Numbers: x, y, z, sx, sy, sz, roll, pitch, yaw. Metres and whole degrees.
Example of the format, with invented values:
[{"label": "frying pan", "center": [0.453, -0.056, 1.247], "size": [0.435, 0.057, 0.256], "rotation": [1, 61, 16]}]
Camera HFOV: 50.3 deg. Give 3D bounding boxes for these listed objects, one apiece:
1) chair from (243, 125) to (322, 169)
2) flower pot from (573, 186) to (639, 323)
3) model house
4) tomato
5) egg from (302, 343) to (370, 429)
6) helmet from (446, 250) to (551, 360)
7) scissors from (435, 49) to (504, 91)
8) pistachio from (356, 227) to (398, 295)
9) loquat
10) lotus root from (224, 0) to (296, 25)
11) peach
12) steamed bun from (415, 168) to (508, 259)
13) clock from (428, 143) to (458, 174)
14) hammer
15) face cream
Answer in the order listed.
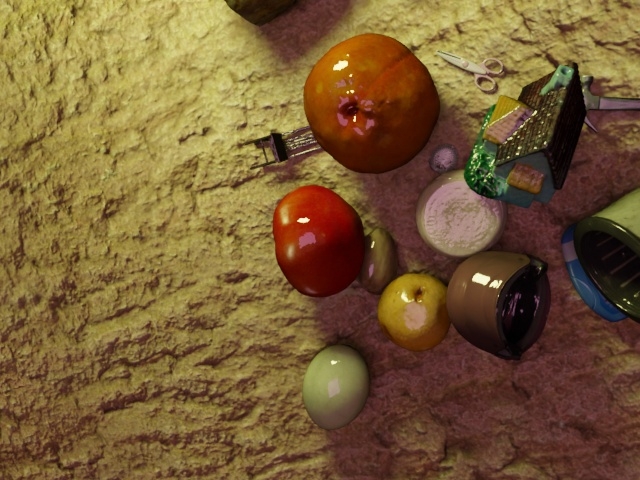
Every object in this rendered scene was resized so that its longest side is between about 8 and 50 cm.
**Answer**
[{"label": "chair", "center": [-0.091, -0.261, 1.861], "size": [0.213, 0.101, 0.084], "rotation": [-14, 96, 18]}, {"label": "flower pot", "center": [0.805, -0.005, 1.549], "size": [0.330, 0.293, 0.293], "rotation": [-31, 91, -8]}, {"label": "model house", "center": [0.487, -0.257, 1.579], "size": [0.230, 0.248, 0.280], "rotation": [19, 64, 11]}, {"label": "tomato", "center": [0.000, 0.000, 1.788], "size": [0.227, 0.298, 0.298], "rotation": [-6, 99, 12]}, {"label": "egg", "center": [0.043, 0.410, 1.905], "size": [0.187, 0.186, 0.253], "rotation": [17, 100, 11]}, {"label": "helmet", "center": [0.439, 0.153, 1.721], "size": [0.197, 0.338, 0.270], "rotation": [14, 89, 33]}, {"label": "scissors", "center": [0.376, -0.449, 1.743], "size": [0.176, 0.022, 0.085], "rotation": [26, 109, 6]}, {"label": "pistachio", "center": [0.151, 0.058, 1.857], "size": [0.126, 0.108, 0.185], "rotation": [2, 94, -9]}, {"label": "loquat", "center": [0.251, 0.189, 1.799], "size": [0.208, 0.208, 0.207], "rotation": [3, 101, 14]}, {"label": "lotus root", "center": [-0.110, -0.728, 1.714], "size": [0.346, 0.250, 0.250], "rotation": [-40, 88, 15]}, {"label": "peach", "center": [0.125, -0.332, 1.685], "size": [0.343, 0.302, 0.342], "rotation": [2, 99, 14]}, {"label": "steamed bun", "center": [0.359, -0.070, 1.753], "size": [0.232, 0.145, 0.231], "rotation": [1, 102, 6]}, {"label": "clock", "center": [0.327, -0.216, 1.806], "size": [0.074, 0.010, 0.083], "rotation": [26, 105, 9]}, {"label": "hammer", "center": [0.774, -0.324, 1.653], "size": [0.290, 0.037, 0.137], "rotation": [6, 101, 14]}, {"label": "face cream", "center": [0.704, 0.073, 1.721], "size": [0.149, 0.083, 0.263], "rotation": [-32, 91, 11]}]
